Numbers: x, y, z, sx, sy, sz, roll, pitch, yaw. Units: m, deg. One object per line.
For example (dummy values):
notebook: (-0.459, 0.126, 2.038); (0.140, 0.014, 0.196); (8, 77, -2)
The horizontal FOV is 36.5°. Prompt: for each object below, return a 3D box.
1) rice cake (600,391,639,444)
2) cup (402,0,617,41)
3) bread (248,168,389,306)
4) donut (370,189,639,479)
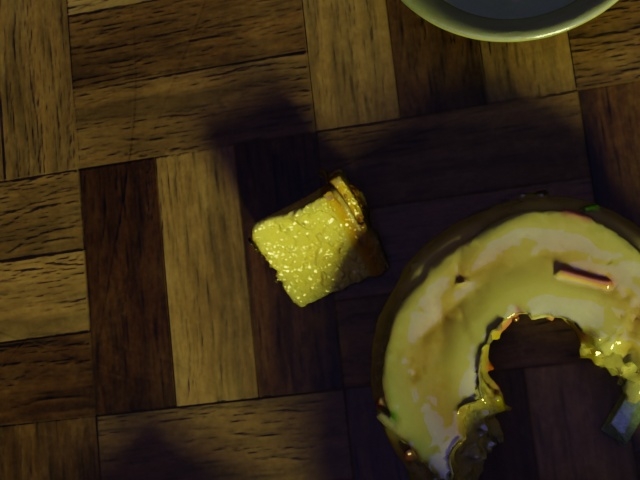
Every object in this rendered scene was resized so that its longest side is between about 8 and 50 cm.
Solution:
rice cake: (0.380, 0.157, 1.129); (0.033, 0.029, 0.170); (27, 90, 8)
cup: (0.233, -0.380, 1.163); (0.347, 0.163, 0.347); (-2, 81, 12)
bread: (0.000, 0.000, 1.197); (0.147, 0.127, 0.152); (-29, 95, 7)
donut: (0.233, 0.111, 1.091); (0.371, 0.150, 0.307); (-24, 71, 11)
